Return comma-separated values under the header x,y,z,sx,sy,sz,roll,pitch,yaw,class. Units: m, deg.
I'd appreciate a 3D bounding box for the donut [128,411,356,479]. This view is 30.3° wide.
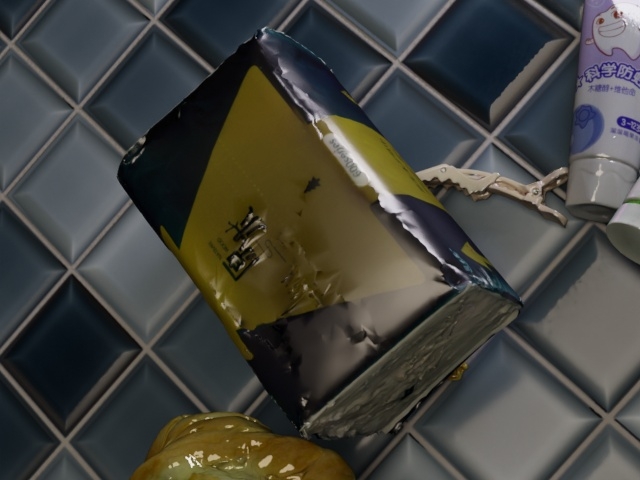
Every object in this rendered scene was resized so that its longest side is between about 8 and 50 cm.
x,y,z,sx,sy,sz,roll,pitch,yaw,class
-0.077,0.359,1.312,0.360,0.170,0.360,11,115,25,donut

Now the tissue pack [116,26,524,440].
x,y,z,sx,sy,sz,roll,pitch,yaw,class
0.000,0.000,1.373,0.264,0.253,0.416,-43,66,13,tissue pack

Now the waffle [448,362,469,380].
x,y,z,sx,sy,sz,roll,pitch,yaw,class
0.131,0.144,1.428,0.085,0.016,0.078,-29,65,10,waffle

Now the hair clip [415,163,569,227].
x,y,z,sx,sy,sz,roll,pitch,yaw,class
0.199,-0.072,1.448,0.226,0.034,0.072,12,78,24,hair clip

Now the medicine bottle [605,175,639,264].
x,y,z,sx,sy,sz,roll,pitch,yaw,class
0.402,-0.062,1.321,0.086,0.086,0.183,29,72,23,medicine bottle

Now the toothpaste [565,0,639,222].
x,y,z,sx,sy,sz,roll,pitch,yaw,class
0.356,-0.206,1.412,0.125,0.080,0.371,10,74,12,toothpaste
